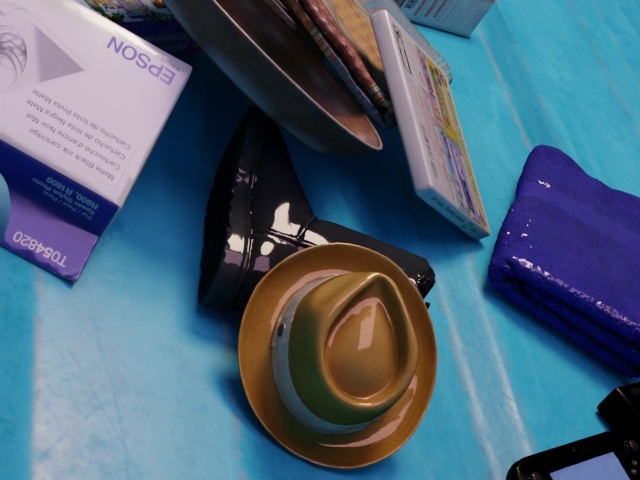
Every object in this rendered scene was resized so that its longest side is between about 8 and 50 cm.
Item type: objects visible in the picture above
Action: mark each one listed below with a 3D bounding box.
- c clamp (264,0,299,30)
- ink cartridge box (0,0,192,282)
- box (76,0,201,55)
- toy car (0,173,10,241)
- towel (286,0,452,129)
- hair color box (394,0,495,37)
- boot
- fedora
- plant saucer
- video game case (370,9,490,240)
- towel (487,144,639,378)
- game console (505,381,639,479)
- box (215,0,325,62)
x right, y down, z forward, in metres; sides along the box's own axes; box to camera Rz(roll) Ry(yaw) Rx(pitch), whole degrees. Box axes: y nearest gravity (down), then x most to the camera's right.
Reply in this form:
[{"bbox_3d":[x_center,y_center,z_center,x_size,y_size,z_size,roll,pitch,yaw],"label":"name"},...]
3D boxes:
[{"bbox_3d":[-0.082,-0.286,1.412,0.160,0.022,0.137,53,6,29],"label":"c clamp"},{"bbox_3d":[-0.248,-0.111,1.121,0.223,0.045,0.224,29,60,-11],"label":"ink cartridge box"},{"bbox_3d":[-0.267,-0.309,1.434,0.293,0.057,0.201,48,33,18],"label":"box"},{"bbox_3d":[-0.373,-0.005,0.875,0.238,0.210,0.219,22,6,35],"label":"toy car"},{"bbox_3d":[0.043,-0.264,1.561,0.271,0.040,0.370,53,19,-2],"label":"towel"},{"bbox_3d":[0.166,-0.334,1.865,0.141,0.072,0.043,8,42,-38],"label":"hair color box"},{"bbox_3d":[0.000,0.000,1.249,0.207,0.094,0.246,21,42,-17],"label":"boot"},{"bbox_3d":[0.027,0.088,1.108,0.194,0.079,0.194,6,72,-21],"label":"fedora"},{"bbox_3d":[-0.062,-0.187,1.305,0.310,0.050,0.310,45,10,-11],"label":"plant saucer"},{"bbox_3d":[0.120,-0.121,1.458,0.193,0.023,0.212,30,42,-61],"label":"video game case"},{"bbox_3d":[0.311,0.022,1.550,0.228,0.076,0.308,29,32,2],"label":"towel"},{"bbox_3d":[0.313,0.240,1.287,0.361,0.044,0.213,-6,50,-46],"label":"game console"},{"bbox_3d":[-0.073,-0.241,1.480,0.201,0.021,0.164,45,38,-26],"label":"box"}]
